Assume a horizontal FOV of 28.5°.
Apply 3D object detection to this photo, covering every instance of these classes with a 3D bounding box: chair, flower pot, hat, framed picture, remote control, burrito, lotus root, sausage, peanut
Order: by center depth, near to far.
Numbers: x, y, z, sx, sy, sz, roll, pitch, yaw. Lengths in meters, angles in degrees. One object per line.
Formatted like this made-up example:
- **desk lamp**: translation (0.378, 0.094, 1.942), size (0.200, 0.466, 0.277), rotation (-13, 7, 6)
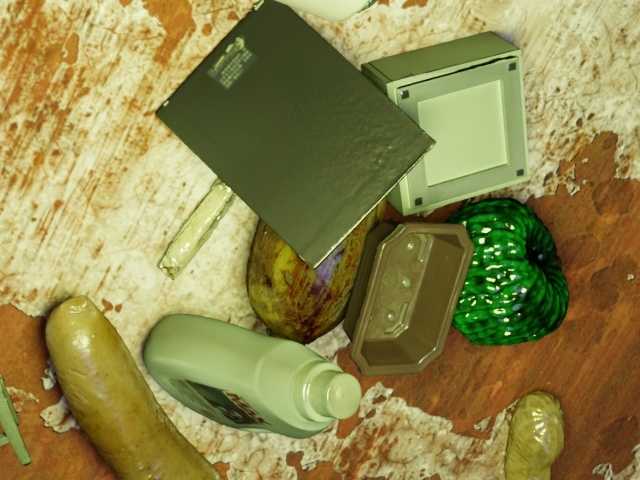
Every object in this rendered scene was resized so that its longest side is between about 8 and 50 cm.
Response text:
- **framed picture**: translation (-0.040, -0.162, 1.829), size (0.339, 0.014, 0.255), rotation (44, 94, 10)
- **chair**: translation (-0.540, 0.219, 1.866), size (0.147, 0.136, 0.270), rotation (-19, 120, -13)
- **flower pot**: translation (0.117, 0.074, 1.884), size (0.179, 0.084, 0.250), rotation (1, 114, -36)
- **lotus root**: translation (0.000, 0.000, 1.935), size (0.196, 0.179, 0.397), rotation (-2, 115, -54)
- **burrito**: translation (-0.188, -0.018, 1.949), size (0.045, 0.041, 0.185), rotation (40, 98, 12)
- **sausage**: translation (-0.298, 0.296, 2.000), size (0.136, 0.123, 0.500), rotation (-33, 119, -5)
- **hat**: translation (0.217, 0.067, 2.056), size (0.332, 0.242, 0.274), rotation (-17, 144, 23)
- **remote control**: translation (0.252, -0.080, 2.093), size (0.016, 0.034, 0.091), rotation (32, 99, 13)
- **peanut**: translation (0.391, 0.381, 2.305), size (0.095, 0.108, 0.225), rotation (-4, 116, -25)

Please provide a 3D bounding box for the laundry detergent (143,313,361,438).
- **laundry detergent**: translation (-0.074, 0.219, 1.888), size (0.264, 0.398, 0.124), rotation (44, 65, -29)

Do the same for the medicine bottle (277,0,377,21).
- **medicine bottle**: translation (-0.094, -0.447, 1.688), size (0.379, 0.213, 0.213), rotation (16, 107, -26)

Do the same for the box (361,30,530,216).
- **box**: translation (0.201, -0.184, 1.971), size (0.225, 0.117, 0.224), rotation (-16, 117, -13)
